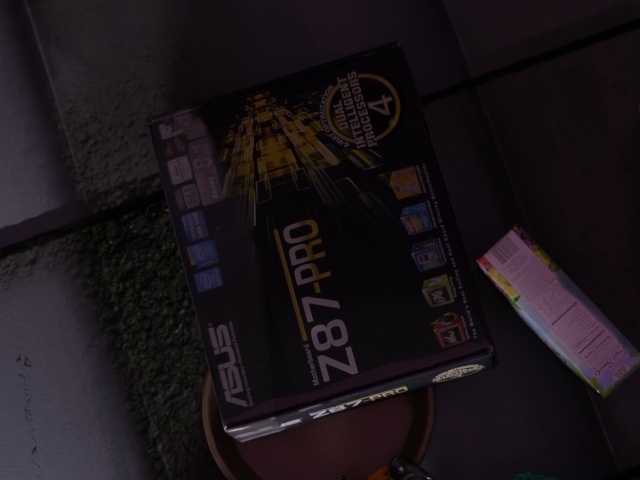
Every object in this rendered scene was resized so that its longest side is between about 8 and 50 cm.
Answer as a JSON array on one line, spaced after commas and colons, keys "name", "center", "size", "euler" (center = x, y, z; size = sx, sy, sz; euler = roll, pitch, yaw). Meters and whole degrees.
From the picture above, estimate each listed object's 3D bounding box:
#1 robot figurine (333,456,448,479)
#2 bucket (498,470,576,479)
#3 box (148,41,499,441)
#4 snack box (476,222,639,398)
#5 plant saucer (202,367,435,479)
[{"name": "robot figurine", "center": [0.096, 0.389, 1.827], "size": [0.211, 0.085, 0.291], "euler": [-33, 94, 1]}, {"name": "bucket", "center": [0.278, 0.391, 1.731], "size": [0.281, 0.183, 0.281], "euler": [3, 82, -24]}, {"name": "box", "center": [0.000, 0.000, 1.854], "size": [0.318, 0.097, 0.395], "euler": [-16, 73, 6]}, {"name": "snack box", "center": [0.268, 0.081, 1.812], "size": [0.070, 0.174, 0.207], "euler": [-44, 83, 2]}, {"name": "plant saucer", "center": [-0.002, 0.195, 1.896], "size": [0.277, 0.041, 0.278], "euler": [0, 85, 6]}]
